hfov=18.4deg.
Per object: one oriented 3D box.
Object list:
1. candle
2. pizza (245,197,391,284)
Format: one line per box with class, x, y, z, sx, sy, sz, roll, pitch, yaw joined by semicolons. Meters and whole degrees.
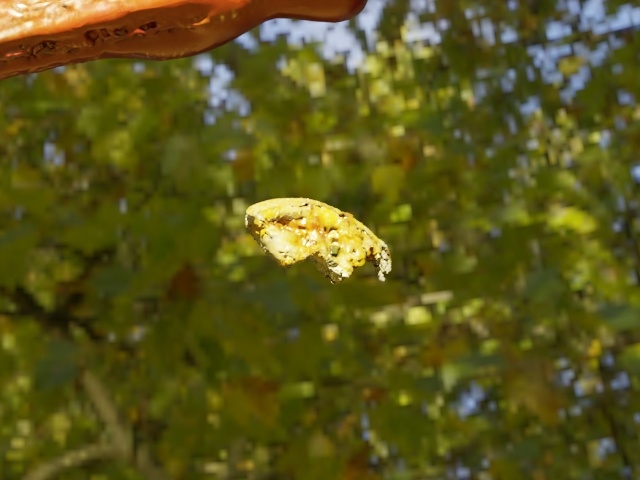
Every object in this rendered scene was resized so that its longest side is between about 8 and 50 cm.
candle;-0.118;-0.082;0.748;0.329;0.048;0.051;-10;-72;-1
pizza;0.000;0.000;0.930;0.083;0.037;0.016;20;-21;-26
